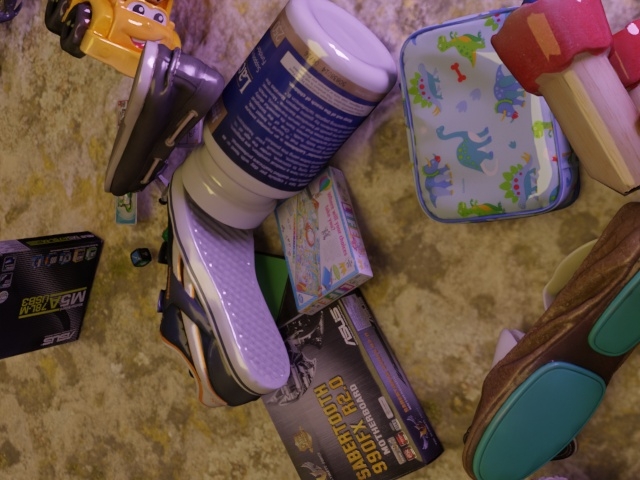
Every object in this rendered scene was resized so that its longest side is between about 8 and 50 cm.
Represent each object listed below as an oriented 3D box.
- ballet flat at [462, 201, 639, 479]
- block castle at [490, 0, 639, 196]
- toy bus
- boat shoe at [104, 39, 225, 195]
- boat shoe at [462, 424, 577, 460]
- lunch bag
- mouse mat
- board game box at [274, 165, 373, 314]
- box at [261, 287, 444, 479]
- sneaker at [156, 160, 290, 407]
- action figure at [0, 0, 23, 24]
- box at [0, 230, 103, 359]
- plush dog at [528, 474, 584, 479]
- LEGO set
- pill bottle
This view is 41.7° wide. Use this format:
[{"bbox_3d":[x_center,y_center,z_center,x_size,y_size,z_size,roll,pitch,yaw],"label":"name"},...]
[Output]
[{"bbox_3d":[0.251,0.098,0.865,0.342,0.116,0.124,-58,26,18],"label":"ballet flat"},{"bbox_3d":[0.380,-0.224,0.627,0.453,0.303,0.212,-32,78,31],"label":"block castle"},{"bbox_3d":[-0.236,-0.325,1.079,0.211,0.150,0.220,-60,38,15],"label":"toy bus"},{"bbox_3d":[-0.204,-0.128,1.050,0.335,0.096,0.112,138,145,-62],"label":"boat shoe"},{"bbox_3d":[0.222,0.226,0.944,0.125,0.038,0.046,4,98,32],"label":"boat shoe"},{"bbox_3d":[0.176,-0.130,0.896,0.176,0.090,0.218,-7,92,32],"label":"lunch bag"},{"bbox_3d":[-0.108,0.105,1.112,0.153,0.007,0.189,10,86,44],"label":"mouse mat"},{"bbox_3d":[0.000,0.000,1.030,0.103,0.026,0.154,-34,55,31],"label":"board game box"},{"bbox_3d":[0.021,0.201,1.059,0.183,0.056,0.231,-33,78,31],"label":"box"},{"bbox_3d":[-0.149,0.056,1.060,0.127,0.126,0.321,-31,65,32],"label":"sneaker"},{"bbox_3d":[-0.544,-0.366,1.292,0.164,0.141,0.275,44,124,21],"label":"action figure"},{"bbox_3d":[-0.426,0.082,1.251,0.045,0.191,0.184,28,109,28],"label":"box"},{"bbox_3d":[0.287,0.316,0.831,0.225,0.262,0.210,30,78,16],"label":"plush dog"},{"bbox_3d":[-0.219,-0.083,1.195,0.183,0.060,0.244,1,90,39],"label":"LEGO set"},{"bbox_3d":[-0.045,-0.145,0.998,0.153,0.153,0.264,51,119,17],"label":"pill bottle"}]
